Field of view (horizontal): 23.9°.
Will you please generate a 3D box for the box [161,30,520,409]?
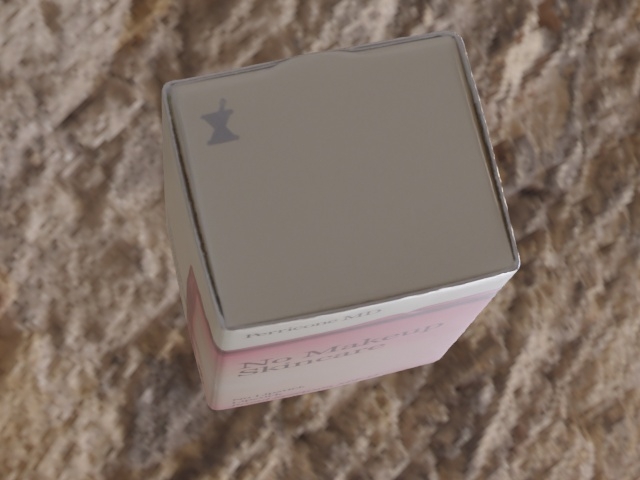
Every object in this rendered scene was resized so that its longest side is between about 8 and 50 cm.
[{"bbox_3d":[0.000,0.000,0.806,0.149,0.232,0.126,-12,-104,-8],"label":"box"}]
